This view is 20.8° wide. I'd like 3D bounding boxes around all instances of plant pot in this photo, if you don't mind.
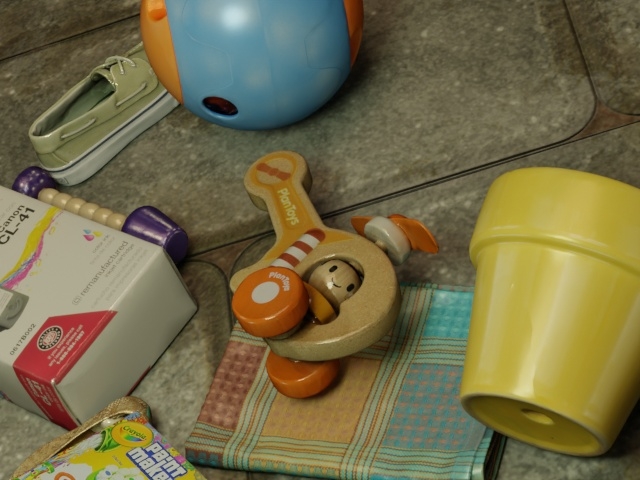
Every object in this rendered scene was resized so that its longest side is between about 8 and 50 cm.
[{"bbox_3d":[0.260,0.086,1.815,0.254,0.254,0.239,10,68,29],"label":"plant pot"}]

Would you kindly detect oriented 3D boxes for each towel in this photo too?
[{"bbox_3d":[0.048,0.155,1.977,0.370,0.040,0.271,3,52,25],"label":"towel"}]

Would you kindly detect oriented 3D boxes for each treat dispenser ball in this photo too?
[{"bbox_3d":[-0.088,-0.285,2.237,0.288,0.288,0.288,-12,48,13],"label":"treat dispenser ball"}]

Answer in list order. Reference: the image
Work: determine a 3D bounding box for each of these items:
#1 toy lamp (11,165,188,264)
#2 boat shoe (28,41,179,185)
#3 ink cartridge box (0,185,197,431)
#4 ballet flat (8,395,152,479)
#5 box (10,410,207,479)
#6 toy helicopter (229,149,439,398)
[{"bbox_3d":[-0.284,-0.027,2.248,0.274,0.080,0.080,18,61,37],"label":"toy lamp"},{"bbox_3d":[-0.271,-0.202,2.378,0.109,0.094,0.302,26,65,37],"label":"boat shoe"},{"bbox_3d":[-0.343,0.081,2.142,0.306,0.131,0.226,20,61,33],"label":"ink cartridge box"},{"bbox_3d":[-0.279,0.253,2.001,0.206,0.073,0.067,-41,16,-11],"label":"ballet flat"},{"bbox_3d":[-0.216,0.358,1.743,0.279,0.177,0.290,-28,32,-19],"label":"box"},{"bbox_3d":[0.000,0.000,2.021,0.235,0.140,0.355,-25,41,1],"label":"toy helicopter"}]
